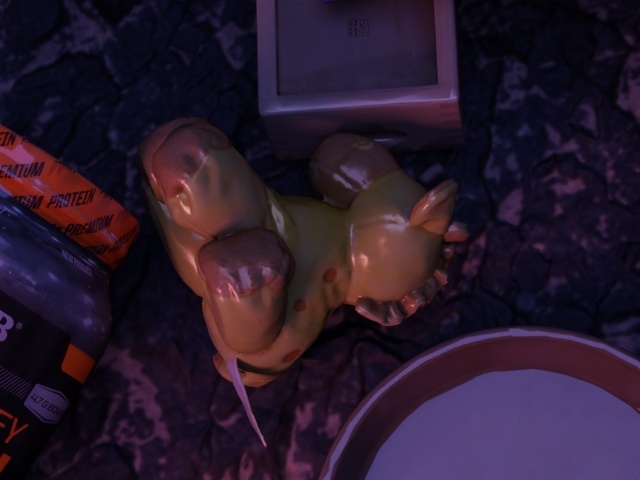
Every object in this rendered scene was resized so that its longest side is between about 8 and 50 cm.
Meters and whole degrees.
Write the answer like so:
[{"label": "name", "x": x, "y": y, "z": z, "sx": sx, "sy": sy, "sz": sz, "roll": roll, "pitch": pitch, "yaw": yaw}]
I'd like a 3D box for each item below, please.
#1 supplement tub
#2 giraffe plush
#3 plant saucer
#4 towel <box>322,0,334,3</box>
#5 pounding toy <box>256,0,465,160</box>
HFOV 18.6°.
[{"label": "supplement tub", "x": -0.267, "y": 0.090, "z": 1.196, "sx": 0.207, "sy": 0.207, "sz": 0.338, "roll": 30, "pitch": 82, "yaw": 7}, {"label": "giraffe plush", "x": 0.000, "y": 0.000, "z": 1.225, "sx": 0.170, "sy": 0.181, "sz": 0.210, "roll": -24, "pitch": 100, "yaw": -10}, {"label": "plant saucer", "x": 0.131, "y": 0.194, "z": 1.249, "sx": 0.278, "sy": 0.041, "sz": 0.278, "roll": 0, "pitch": 79, "yaw": 2}, {"label": "towel", "x": 0.116, "y": -0.271, "z": 1.188, "sx": 0.285, "sy": 0.034, "sz": 0.209, "roll": -15, "pitch": 65, "yaw": 35}, {"label": "pounding toy", "x": -0.001, "y": -0.162, "z": 1.297, "sx": 0.181, "sy": 0.094, "sz": 0.206, "roll": -4, "pitch": 70, "yaw": 6}]
